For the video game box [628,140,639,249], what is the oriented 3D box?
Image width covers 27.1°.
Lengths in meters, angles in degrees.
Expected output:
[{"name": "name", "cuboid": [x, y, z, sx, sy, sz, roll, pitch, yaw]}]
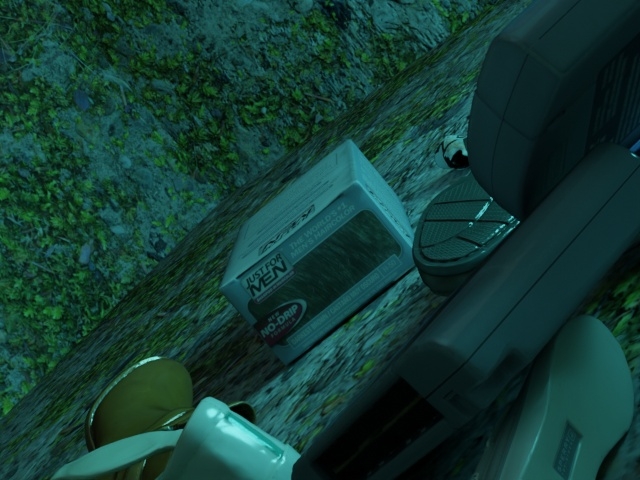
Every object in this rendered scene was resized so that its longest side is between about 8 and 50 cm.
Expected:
[{"name": "video game box", "cuboid": [0.277, -0.079, 0.987, 0.187, 0.048, 0.205, -32, 11, 31]}]

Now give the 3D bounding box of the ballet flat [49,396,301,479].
[{"name": "ballet flat", "cuboid": [-0.180, 0.238, 1.012, 0.400, 0.139, 0.139, -36, 9, 26]}]

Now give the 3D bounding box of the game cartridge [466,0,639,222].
[{"name": "game cartridge", "cuboid": [0.176, -0.106, 0.834, 0.196, 0.060, 0.294, -48, -16, -7]}]

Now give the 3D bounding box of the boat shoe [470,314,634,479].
[{"name": "boat shoe", "cuboid": [0.112, 0.109, 0.685, 0.063, 0.066, 0.184, -31, 21, 39]}]

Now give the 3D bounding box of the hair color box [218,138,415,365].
[{"name": "hair color box", "cuboid": [0.000, 0.000, 1.533, 0.185, 0.113, 0.374, -39, 8, 7]}]

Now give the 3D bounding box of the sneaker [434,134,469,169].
[{"name": "sneaker", "cuboid": [0.165, -0.105, 1.615, 0.044, 0.040, 0.109, -45, 10, -23]}]

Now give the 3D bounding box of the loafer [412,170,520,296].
[{"name": "loafer", "cuboid": [0.160, -0.024, 1.164, 0.096, 0.084, 0.267, 2, 35, 28]}]

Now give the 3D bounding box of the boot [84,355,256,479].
[{"name": "boot", "cuboid": [-0.141, 0.178, 1.214, 0.220, 0.109, 0.283, -34, 12, 39]}]

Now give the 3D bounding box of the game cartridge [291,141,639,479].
[{"name": "game cartridge", "cuboid": [0.090, 0.058, 0.807, 0.198, 0.062, 0.297, -49, -4, -29]}]
